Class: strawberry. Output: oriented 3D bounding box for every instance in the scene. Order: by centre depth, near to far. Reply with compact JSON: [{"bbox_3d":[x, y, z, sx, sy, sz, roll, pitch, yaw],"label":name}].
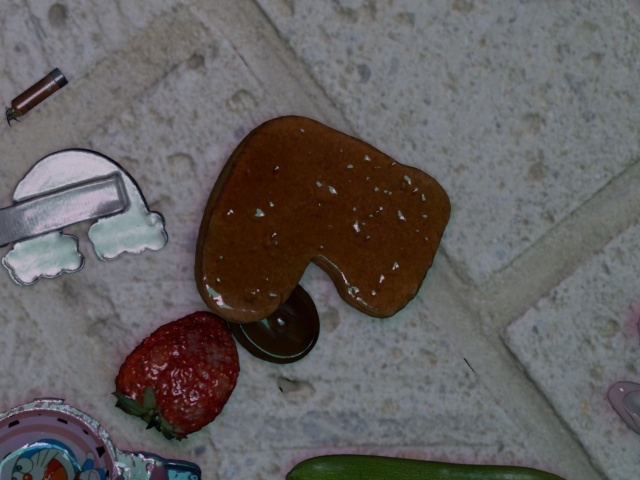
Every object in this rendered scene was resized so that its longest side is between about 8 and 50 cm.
[{"bbox_3d":[-0.158,0.149,1.849,0.131,0.131,0.148,31,89,-11],"label":"strawberry"}]

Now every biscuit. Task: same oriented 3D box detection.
[{"bbox_3d":[-0.001,0.000,1.878,0.277,0.052,0.262,22,70,-14],"label":"biscuit"}]

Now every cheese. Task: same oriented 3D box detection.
[{"bbox_3d":[-0.280,0.278,1.858,0.286,0.074,0.188,12,92,-13],"label":"cheese"}]

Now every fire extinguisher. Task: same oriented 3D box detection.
[{"bbox_3d":[-0.324,-0.161,1.851,0.083,0.022,0.028,-38,130,-7],"label":"fire extinguisher"}]

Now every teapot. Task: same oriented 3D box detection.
[{"bbox_3d":[-0.057,0.086,1.887,0.098,0.078,0.129,-46,100,-6],"label":"teapot"}]

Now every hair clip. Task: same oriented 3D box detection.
[{"bbox_3d":[-0.293,-0.030,1.851,0.220,0.054,0.140,-17,92,-12],"label":"hair clip"}]

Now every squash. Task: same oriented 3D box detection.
[{"bbox_3d":[0.154,0.313,1.930,0.395,0.107,0.107,7,92,-12],"label":"squash"}]

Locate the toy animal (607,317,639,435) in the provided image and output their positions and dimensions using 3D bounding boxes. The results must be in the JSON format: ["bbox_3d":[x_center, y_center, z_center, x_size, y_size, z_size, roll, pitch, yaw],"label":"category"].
[{"bbox_3d":[0.449,0.158,1.968,0.179,0.127,0.193,17,91,-10],"label":"toy animal"}]
